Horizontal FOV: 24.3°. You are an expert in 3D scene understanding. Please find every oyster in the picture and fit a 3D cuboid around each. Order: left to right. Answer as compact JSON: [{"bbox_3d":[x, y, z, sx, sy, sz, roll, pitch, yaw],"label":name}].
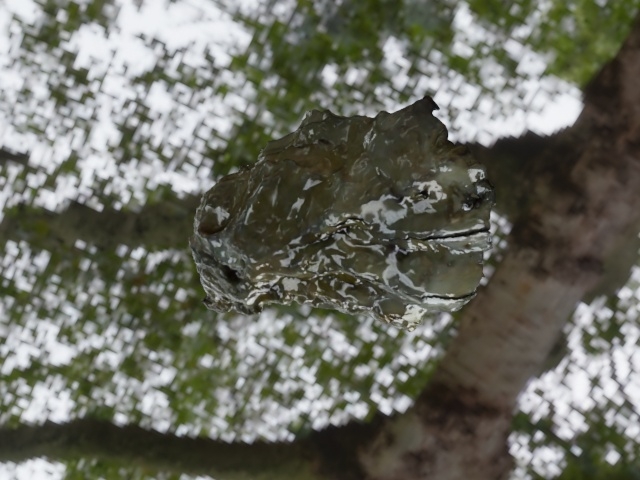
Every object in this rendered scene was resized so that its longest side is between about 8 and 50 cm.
[{"bbox_3d":[0.002,-0.008,0.783,0.209,0.133,0.072,10,-151,44],"label":"oyster"}]
